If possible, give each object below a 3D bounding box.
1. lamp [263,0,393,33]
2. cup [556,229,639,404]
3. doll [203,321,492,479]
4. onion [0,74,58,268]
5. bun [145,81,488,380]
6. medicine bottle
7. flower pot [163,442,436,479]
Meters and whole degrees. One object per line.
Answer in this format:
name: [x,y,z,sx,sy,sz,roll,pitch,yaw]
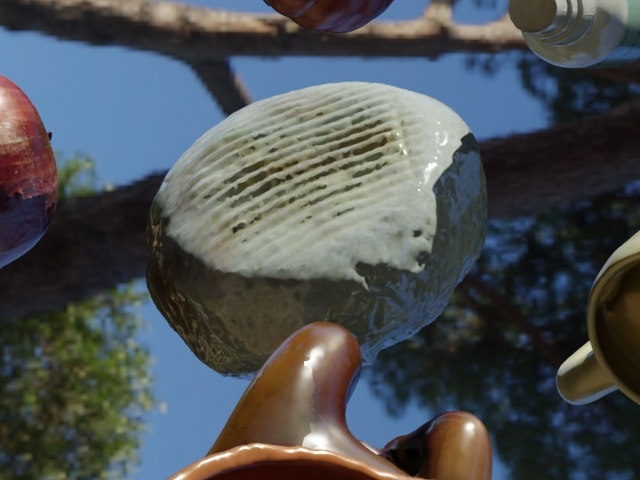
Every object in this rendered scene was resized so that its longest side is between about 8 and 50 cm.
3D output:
lamp: [0.001,-0.176,0.991,0.092,0.107,0.107,-44,-123,38]
cup: [0.337,0.073,1.457,0.173,0.202,0.255,35,-51,19]
doll: [0.068,0.203,0.909,0.340,0.318,0.209,17,-52,9]
onion: [-0.277,-0.039,1.127,0.159,0.195,0.159,15,-66,37]
bun: [0.000,0.000,1.602,0.362,0.362,0.211,31,-34,52]
medicine bottle: [0.257,-0.227,1.640,0.110,0.352,0.110,2,-84,22]
flower pot: [-0.014,0.179,0.456,0.190,0.191,0.173,64,-38,30]
